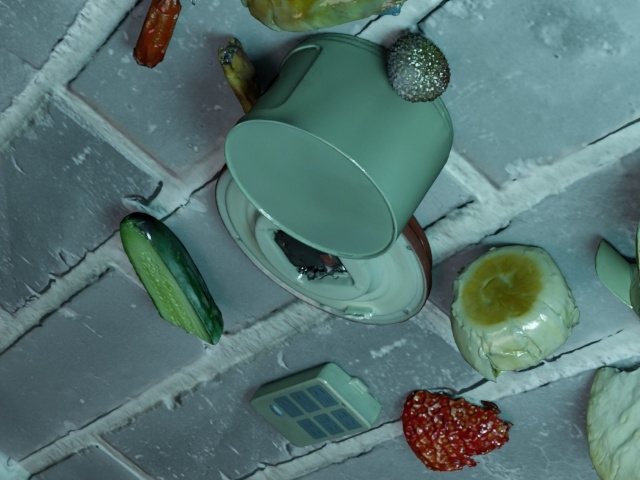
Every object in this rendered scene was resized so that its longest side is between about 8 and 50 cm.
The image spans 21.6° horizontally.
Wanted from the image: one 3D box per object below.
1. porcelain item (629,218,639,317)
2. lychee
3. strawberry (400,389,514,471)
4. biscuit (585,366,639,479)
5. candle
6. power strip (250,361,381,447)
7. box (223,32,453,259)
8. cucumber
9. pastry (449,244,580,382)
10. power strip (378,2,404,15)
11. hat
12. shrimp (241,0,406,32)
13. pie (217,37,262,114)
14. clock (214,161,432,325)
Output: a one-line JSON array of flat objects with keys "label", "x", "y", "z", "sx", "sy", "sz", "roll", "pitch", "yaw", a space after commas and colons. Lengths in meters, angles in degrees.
[{"label": "porcelain item", "x": 0.426, "y": 0.034, "z": 1.650, "sx": 0.253, "sy": 0.253, "sz": 0.253, "roll": 25, "pitch": 150, "yaw": 16}, {"label": "lychee", "x": 0.106, "y": -0.185, "z": 1.817, "sx": 0.067, "sy": 0.068, "sz": 0.083, "roll": -22, "pitch": 126, "yaw": 7}, {"label": "strawberry", "x": 0.185, "y": 0.276, "z": 2.403, "sx": 0.121, "sy": 0.082, "sz": 0.188, "roll": 50, "pitch": 150, "yaw": -21}, {"label": "biscuit", "x": 0.398, "y": 0.228, "z": 2.032, "sx": 0.040, "sy": 0.188, "sz": 0.265, "roll": 20, "pitch": -165, "yaw": -28}, {"label": "candle", "x": -0.188, "y": -0.259, "z": 2.013, "sx": 0.048, "sy": 0.053, "sz": 0.162, "roll": 30, "pitch": 149, "yaw": -3}, {"label": "power strip", "x": -0.011, "y": 0.257, "z": 2.606, "sx": 0.118, "sy": 0.046, "sz": 0.270, "roll": 42, "pitch": 151, "yaw": -14}, {"label": "box", "x": 0.022, "y": -0.107, "z": 1.923, "sx": 0.226, "sy": 0.149, "sz": 0.226, "roll": 25, "pitch": 150, "yaw": 16}, {"label": "cucumber", "x": -0.219, "y": 0.042, "z": 2.475, "sx": 0.115, "sy": 0.063, "sz": 0.244, "roll": 19, "pitch": 148, "yaw": 36}, {"label": "pastry", "x": 0.226, "y": 0.082, "z": 2.004, "sx": 0.166, "sy": 0.165, "sz": 0.088, "roll": 9, "pitch": 148, "yaw": 37}, {"label": "power strip", "x": 0.033, "y": -0.270, "z": 1.790, "sx": 0.123, "sy": 0.032, "sz": 0.056, "roll": 8, "pitch": 142, "yaw": 38}, {"label": "hat", "x": 0.378, "y": 0.060, "z": 1.915, "sx": 0.166, "sy": 0.081, "sz": 0.122, "roll": 47, "pitch": -169, "yaw": 7}, {"label": "shrimp", "x": 0.021, "y": -0.288, "z": 1.723, "sx": 0.267, "sy": 0.061, "sz": 0.145, "roll": 4, "pitch": 99, "yaw": 39}, {"label": "pie", "x": -0.084, "y": -0.179, "z": 2.005, "sx": 0.034, "sy": 0.092, "sz": 0.170, "roll": -21, "pitch": 131, "yaw": 9}, {"label": "clock", "x": 0.000, "y": 0.000, "z": 2.178, "sx": 0.318, "sy": 0.080, "sz": 0.318, "roll": 25, "pitch": 150, "yaw": 16}]
